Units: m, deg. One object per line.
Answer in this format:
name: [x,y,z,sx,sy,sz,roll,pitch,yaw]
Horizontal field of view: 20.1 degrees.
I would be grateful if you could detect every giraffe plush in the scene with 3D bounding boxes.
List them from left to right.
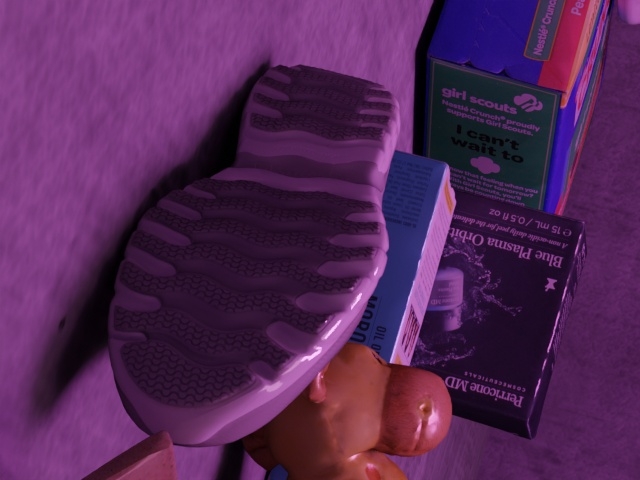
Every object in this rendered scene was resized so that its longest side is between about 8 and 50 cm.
giraffe plush: [0.019,0.139,1.082,0.181,0.210,0.170,-6,-98,60]

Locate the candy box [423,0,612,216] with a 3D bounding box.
candy box: [0.172,-0.147,1.523,0.317,0.122,0.268,84,23,-58]

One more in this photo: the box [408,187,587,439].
box: [0.105,0.049,1.354,0.093,0.156,0.158,59,47,-74]

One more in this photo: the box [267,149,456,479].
box: [0.032,0.065,1.259,0.100,0.060,0.244,62,44,-74]

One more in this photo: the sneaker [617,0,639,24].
sneaker: [0.328,-0.269,1.390,0.321,0.180,0.124,71,32,-64]

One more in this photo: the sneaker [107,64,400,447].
sneaker: [-0.018,0.023,0.828,0.281,0.105,0.115,-58,160,-58]

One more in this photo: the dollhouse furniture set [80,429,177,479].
dollhouse furniture set: [-0.056,0.200,0.555,0.259,0.262,0.135,-31,143,-28]
